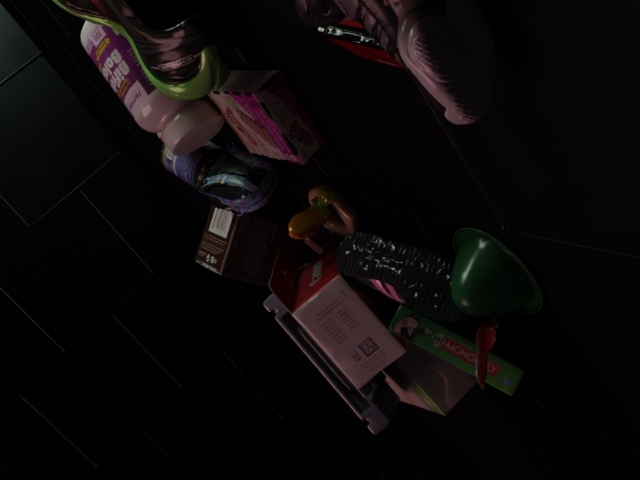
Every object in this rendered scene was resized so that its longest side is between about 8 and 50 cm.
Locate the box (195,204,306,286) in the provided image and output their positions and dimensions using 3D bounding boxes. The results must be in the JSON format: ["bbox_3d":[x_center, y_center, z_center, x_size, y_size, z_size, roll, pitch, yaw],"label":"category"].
[{"bbox_3d":[-0.165,0.011,1.871,0.203,0.167,0.168,17,-179,-31],"label":"box"}]

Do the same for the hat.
[{"bbox_3d":[0.211,0.100,1.147,0.173,0.183,0.208,46,166,5],"label":"hat"}]

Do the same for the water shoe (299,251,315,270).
[{"bbox_3d":[-0.059,0.050,2.081,0.203,0.072,0.080,31,132,49],"label":"water shoe"}]

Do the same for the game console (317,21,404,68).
[{"bbox_3d":[0.068,-0.268,0.916,0.124,0.085,0.144,18,-171,-41],"label":"game console"}]

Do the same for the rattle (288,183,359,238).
[{"bbox_3d":[-0.002,-0.019,1.556,0.130,0.143,0.200,29,160,-5],"label":"rattle"}]

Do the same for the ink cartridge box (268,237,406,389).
[{"bbox_3d":[0.035,0.115,1.593,0.272,0.130,0.309,49,-171,-10],"label":"ink cartridge box"}]

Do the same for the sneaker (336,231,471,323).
[{"bbox_3d":[0.176,0.068,1.390,0.131,0.112,0.319,24,-178,-45],"label":"sneaker"}]

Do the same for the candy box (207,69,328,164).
[{"bbox_3d":[-0.103,-0.228,1.402,0.159,0.071,0.233,53,165,-26],"label":"candy box"}]

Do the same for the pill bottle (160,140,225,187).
[{"bbox_3d":[-0.293,-0.189,1.944,0.219,0.123,0.123,32,160,32],"label":"pill bottle"}]

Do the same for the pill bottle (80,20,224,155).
[{"bbox_3d":[-0.324,-0.322,1.517,0.302,0.169,0.169,54,167,7],"label":"pill bottle"}]

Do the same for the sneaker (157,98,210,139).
[{"bbox_3d":[-0.322,-0.316,1.747,0.112,0.120,0.299,62,159,3],"label":"sneaker"}]

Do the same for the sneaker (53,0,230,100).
[{"bbox_3d":[-0.327,-0.449,1.335,0.482,0.185,0.202,39,146,17],"label":"sneaker"}]

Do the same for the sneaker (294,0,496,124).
[{"bbox_3d":[0.068,-0.233,0.793,0.269,0.101,0.153,57,153,-15],"label":"sneaker"}]

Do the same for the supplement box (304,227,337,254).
[{"bbox_3d":[0.000,0.000,1.778,0.083,0.043,0.055,37,163,31],"label":"supplement box"}]

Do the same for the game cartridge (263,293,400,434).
[{"bbox_3d":[0.034,0.242,1.671,0.355,0.068,0.230,49,-167,6],"label":"game cartridge"}]

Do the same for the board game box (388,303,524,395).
[{"bbox_3d":[0.222,0.179,1.330,0.213,0.046,0.317,27,179,7],"label":"board game box"}]

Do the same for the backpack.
[{"bbox_3d":[-0.161,-0.130,1.695,0.173,0.158,0.117,16,157,43],"label":"backpack"}]

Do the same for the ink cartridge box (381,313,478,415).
[{"bbox_3d":[0.196,0.282,1.817,0.207,0.119,0.353,48,166,-6],"label":"ink cartridge box"}]
